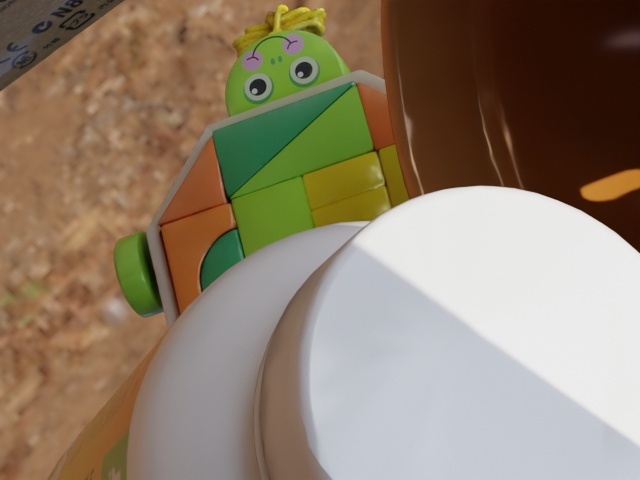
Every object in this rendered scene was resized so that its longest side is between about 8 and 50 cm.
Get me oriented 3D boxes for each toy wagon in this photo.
[{"bbox_3d":[0.000,0.000,1.172,0.267,0.344,0.068,-19,161,11],"label":"toy wagon"}]

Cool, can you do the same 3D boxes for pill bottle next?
[{"bbox_3d":[0.003,0.076,0.512,0.136,0.136,0.245,-39,176,-28],"label":"pill bottle"}]

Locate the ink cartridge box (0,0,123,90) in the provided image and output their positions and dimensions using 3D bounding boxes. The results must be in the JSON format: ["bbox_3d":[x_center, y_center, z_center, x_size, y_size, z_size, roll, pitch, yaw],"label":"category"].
[{"bbox_3d":[-0.128,-0.197,0.799,0.235,0.193,0.088,-33,162,23],"label":"ink cartridge box"}]

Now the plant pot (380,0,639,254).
[{"bbox_3d":[0.181,-0.084,0.880,0.203,0.291,0.291,-12,152,-23],"label":"plant pot"}]
